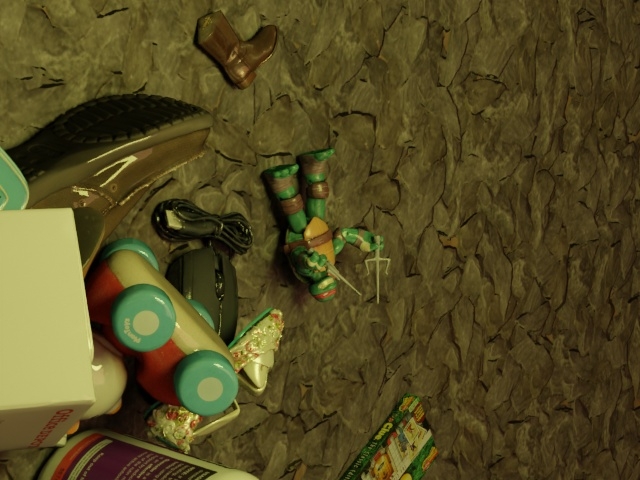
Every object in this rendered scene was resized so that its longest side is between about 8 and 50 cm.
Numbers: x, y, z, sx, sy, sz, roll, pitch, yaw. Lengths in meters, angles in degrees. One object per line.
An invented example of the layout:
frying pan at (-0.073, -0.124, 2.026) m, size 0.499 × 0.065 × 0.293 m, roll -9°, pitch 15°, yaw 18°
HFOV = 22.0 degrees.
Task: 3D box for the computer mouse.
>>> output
computer mouse at (-0.155, 0.090, 2.115) m, size 0.188 × 0.072 × 0.272 m, roll 15°, pitch 87°, yaw -54°

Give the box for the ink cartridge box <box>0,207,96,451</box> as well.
ink cartridge box at (-0.373, 0.095, 1.568) m, size 0.270 × 0.198 × 0.197 m, roll -2°, pitch 71°, yaw -23°

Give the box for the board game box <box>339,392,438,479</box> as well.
board game box at (0.092, 0.372, 2.551) m, size 0.260 × 0.030 × 0.136 m, roll -49°, pitch 136°, yaw -33°

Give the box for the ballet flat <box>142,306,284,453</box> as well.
ballet flat at (-0.118, 0.182, 2.063) m, size 0.241 × 0.077 × 0.091 m, roll -40°, pitch 167°, yaw -26°

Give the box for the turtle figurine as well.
turtle figurine at (0.000, 0.000, 2.259) m, size 0.175 × 0.118 × 0.234 m, roll -37°, pitch 113°, yaw -60°

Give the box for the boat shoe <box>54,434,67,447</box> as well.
boat shoe at (-0.387, 0.135, 1.788) m, size 0.320 × 0.118 × 0.103 m, roll 39°, pitch 61°, yaw -38°

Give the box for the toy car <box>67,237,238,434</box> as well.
toy car at (-0.245, 0.151, 1.938) m, size 0.238 × 0.219 × 0.210 m, roll -40°, pitch 111°, yaw 2°

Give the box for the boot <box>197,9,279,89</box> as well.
boot at (-0.107, -0.266, 2.117) m, size 0.114 × 0.037 × 0.106 m, roll 48°, pitch 59°, yaw -42°

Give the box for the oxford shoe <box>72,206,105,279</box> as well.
oxford shoe at (-0.294, 0.059, 1.771) m, size 0.212 × 0.076 × 0.076 m, roll -59°, pitch 155°, yaw -20°

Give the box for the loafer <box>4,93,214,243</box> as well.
loafer at (-0.275, -0.063, 1.887) m, size 0.366 × 0.134 × 0.130 m, roll -27°, pitch 126°, yaw -35°

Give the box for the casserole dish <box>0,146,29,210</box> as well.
casserole dish at (-0.353, -0.058, 1.641) m, size 0.114 × 0.037 × 0.188 m, roll -58°, pitch 142°, yaw -22°

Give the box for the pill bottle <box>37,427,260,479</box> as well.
pill bottle at (-0.176, 0.340, 1.943) m, size 0.181 × 0.323 × 0.181 m, roll -18°, pitch 113°, yaw -49°
